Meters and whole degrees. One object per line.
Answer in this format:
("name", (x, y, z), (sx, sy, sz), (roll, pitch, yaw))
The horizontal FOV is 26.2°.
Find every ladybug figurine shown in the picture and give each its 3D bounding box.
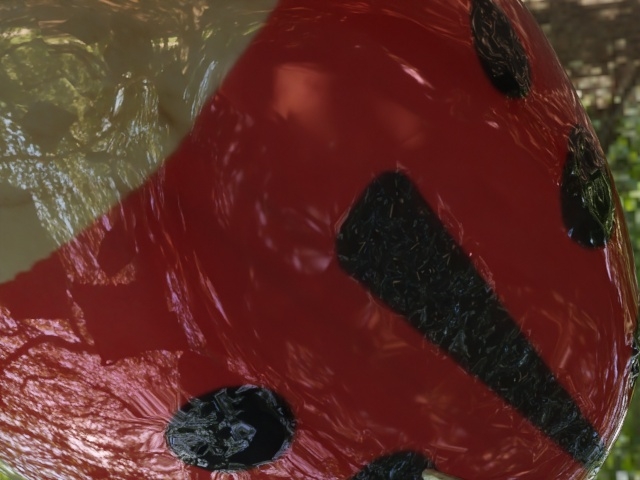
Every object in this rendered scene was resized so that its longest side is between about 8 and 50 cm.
("ladybug figurine", (0.000, 0.000, 0.573), (0.449, 0.305, 0.162), (40, 168, -38))

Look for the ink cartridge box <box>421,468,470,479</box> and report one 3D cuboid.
("ink cartridge box", (0.194, 0.127, 0.301), (0.296, 0.066, 0.261), (39, 168, -15))
